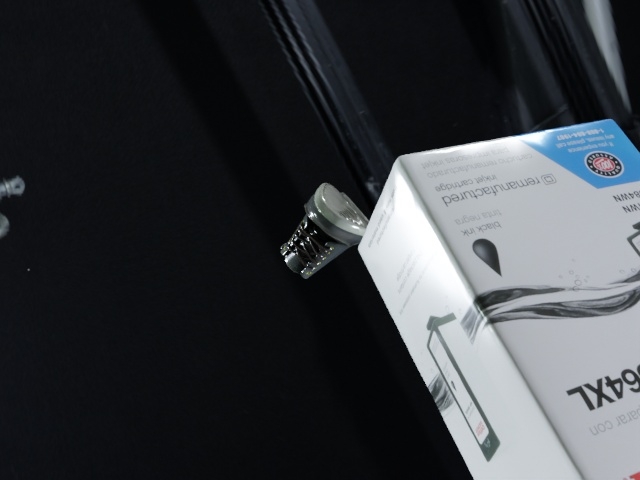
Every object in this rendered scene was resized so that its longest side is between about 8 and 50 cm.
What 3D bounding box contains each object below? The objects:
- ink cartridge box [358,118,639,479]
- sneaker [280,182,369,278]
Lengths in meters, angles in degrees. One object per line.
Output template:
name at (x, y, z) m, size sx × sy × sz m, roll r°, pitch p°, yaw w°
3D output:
ink cartridge box at (0.131, 0.047, 0.366) m, size 0.148 × 0.086 × 0.203 m, roll -12°, pitch -123°, yaw -23°
sneaker at (0.000, 0.000, 0.908) m, size 0.118 × 0.222 × 0.083 m, roll -43°, pitch -97°, yaw 6°
